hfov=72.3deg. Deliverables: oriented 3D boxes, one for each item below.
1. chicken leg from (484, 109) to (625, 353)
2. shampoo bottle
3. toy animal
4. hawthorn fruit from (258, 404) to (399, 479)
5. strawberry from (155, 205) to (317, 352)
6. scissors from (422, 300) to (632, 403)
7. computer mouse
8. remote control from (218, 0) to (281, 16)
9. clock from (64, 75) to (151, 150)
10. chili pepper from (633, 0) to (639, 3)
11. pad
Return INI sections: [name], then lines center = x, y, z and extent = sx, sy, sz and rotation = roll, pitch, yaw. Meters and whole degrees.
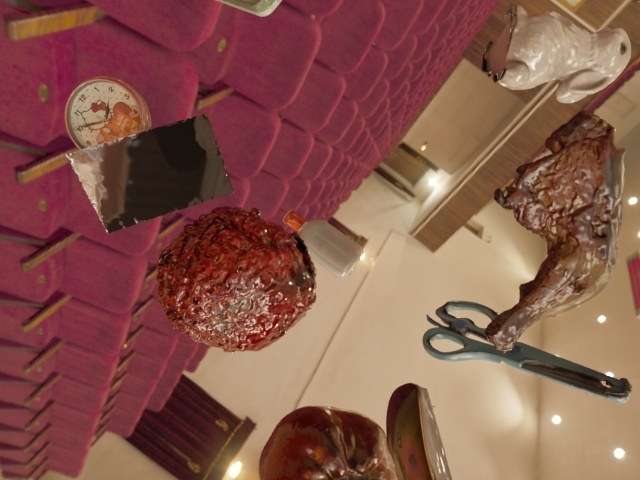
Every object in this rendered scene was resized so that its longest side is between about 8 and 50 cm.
[chicken leg]
center = 0.310, -0.004, 0.575
extent = 0.083, 0.177, 0.323
rotation = -117, -153, -78
[shampoo bottle]
center = 0.000, 0.000, 1.128
extent = 0.108, 0.220, 0.051
rotation = -50, 171, -25
[toy animal]
center = 0.623, -0.474, 1.146
extent = 0.194, 0.357, 0.258
rotation = 110, -10, -76
[hawthorn fruit]
center = -0.004, 0.381, 0.720
extent = 0.224, 0.224, 0.261
rotation = -53, -170, -32
[strawberry]
center = -0.126, 0.059, 0.753
extent = 0.220, 0.274, 0.274
rotation = -24, -156, 52
[scissors]
center = 0.371, 0.213, 0.847
extent = 0.180, 0.032, 0.392
rotation = -36, -147, -31
[computer mouse]
center = 0.195, 0.443, 0.860
extent = 0.158, 0.071, 0.311
rotation = 123, -40, -58
[remote control]
center = -0.188, -0.564, 0.917
extent = 0.128, 0.335, 0.065
rotation = -54, 147, -1
[clock]
center = -0.608, -0.343, 1.256
extent = 0.244, 0.244, 0.056
rotation = -53, -174, 10
[chili pepper]
center = 0.343, -0.418, 0.498
extent = 0.076, 0.084, 0.359
rotation = 159, -73, -64
[pad]
center = -0.443, -0.177, 1.189
extent = 0.367, 0.248, 0.007
rotation = -21, -143, -13
